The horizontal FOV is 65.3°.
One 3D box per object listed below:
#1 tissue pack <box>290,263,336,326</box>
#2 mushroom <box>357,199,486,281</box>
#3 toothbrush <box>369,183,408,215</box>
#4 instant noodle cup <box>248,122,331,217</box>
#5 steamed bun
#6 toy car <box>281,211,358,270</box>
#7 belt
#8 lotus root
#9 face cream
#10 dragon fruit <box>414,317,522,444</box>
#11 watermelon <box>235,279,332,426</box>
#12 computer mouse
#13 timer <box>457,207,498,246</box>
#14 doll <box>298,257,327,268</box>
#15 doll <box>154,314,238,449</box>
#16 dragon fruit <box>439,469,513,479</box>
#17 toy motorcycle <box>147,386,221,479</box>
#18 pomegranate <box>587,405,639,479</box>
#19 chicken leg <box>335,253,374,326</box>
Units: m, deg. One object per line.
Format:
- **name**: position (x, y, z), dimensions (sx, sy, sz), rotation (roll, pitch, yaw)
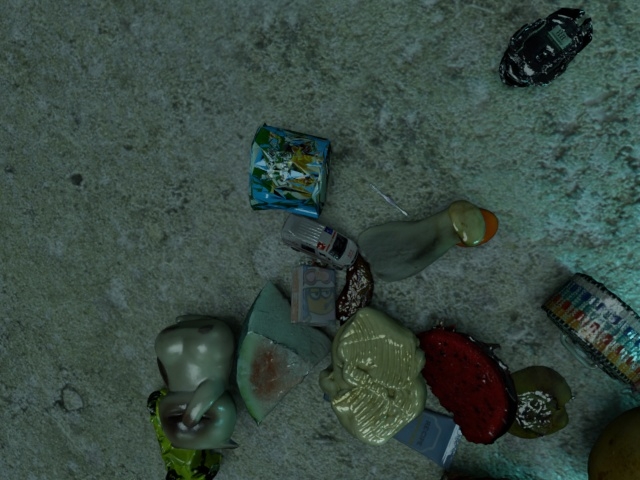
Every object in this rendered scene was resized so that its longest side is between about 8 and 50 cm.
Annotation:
- **tissue pack**: position (-0.018, 0.148, 1.323), dimensions (0.065, 0.115, 0.155), rotation (-17, 67, 45)
- **mushroom**: position (0.241, -0.003, 1.222), dimensions (0.159, 0.122, 0.328), rotation (44, 139, -15)
- **toothbrush**: position (0.181, -0.108, 1.328), dimensions (0.131, 0.013, 0.011), rotation (40, 93, 6)
- **instant noodle cup**: position (-0.071, -0.176, 1.272), dimensions (0.178, 0.240, 0.240), rotation (7, 98, 5)
- **steamed bun**: position (0.136, 0.338, 1.273), dimensions (0.276, 0.203, 0.289), rotation (-37, 71, -6)
- **toy car**: position (0.000, 0.000, 1.312), dimensions (0.209, 0.108, 0.089), rotation (24, 73, 12)
- **belt**: position (0.660, 0.222, 1.173), dimensions (0.295, 0.207, 0.160), rotation (41, 99, -11)
- **lotus root**: position (0.553, 0.429, 1.283), dimensions (0.203, 0.078, 0.183), rotation (-27, 91, 12)
- **face cream**: position (0.195, 0.479, 1.360), dimensions (0.385, 0.086, 0.136), rotation (23, 86, 5)
- **dragon fruit**: position (0.388, 0.344, 1.265), dimensions (0.344, 0.100, 0.282), rotation (58, 144, 4)
- **watermelon**: position (-0.094, 0.305, 1.347), dimensions (0.258, 0.228, 0.387), rotation (-1, 102, 2)
- **computer mouse**: position (0.527, -0.451, 1.183), dimensions (0.241, 0.077, 0.146), rotation (-37, 88, 10)
- **timer**: position (0.378, -0.029, 1.243), dimensions (0.136, 0.136, 0.099), rotation (-26, 96, 13)
- **doll**: position (-0.018, 0.062, 1.377), dimensions (0.085, 0.040, 0.058), rotation (-34, 76, 9)
- **doll**: position (-0.326, 0.373, 1.332), dimensions (0.214, 0.226, 0.371), rotation (-3, 75, 0)
- **dragon fruit**: position (0.476, 0.734, 1.260), dimensions (0.262, 0.296, 0.314), rotation (-7, 92, -22)
- **toy motorcycle**: position (-0.399, 0.592, 1.466), dimensions (0.206, 0.142, 0.342), rotation (-11, 96, 13)
- **pomegranate**: position (0.810, 0.545, 1.066), dimensions (0.416, 0.416, 0.417), rotation (1, 97, 12)
- **chicken leg**: position (0.089, 0.144, 1.353), dimensions (0.105, 0.063, 0.234), rotation (23, 99, 4)
